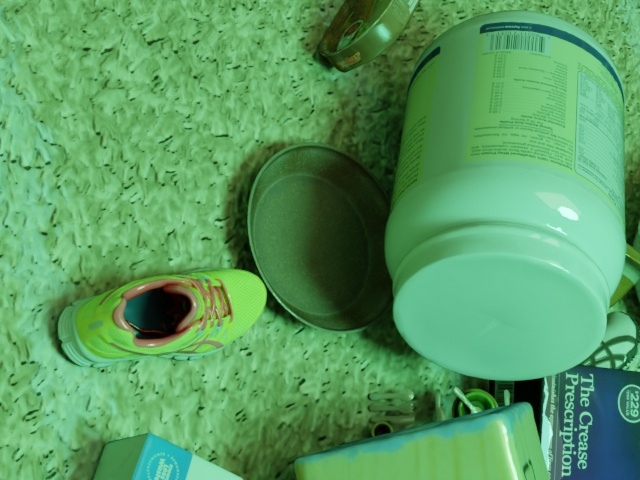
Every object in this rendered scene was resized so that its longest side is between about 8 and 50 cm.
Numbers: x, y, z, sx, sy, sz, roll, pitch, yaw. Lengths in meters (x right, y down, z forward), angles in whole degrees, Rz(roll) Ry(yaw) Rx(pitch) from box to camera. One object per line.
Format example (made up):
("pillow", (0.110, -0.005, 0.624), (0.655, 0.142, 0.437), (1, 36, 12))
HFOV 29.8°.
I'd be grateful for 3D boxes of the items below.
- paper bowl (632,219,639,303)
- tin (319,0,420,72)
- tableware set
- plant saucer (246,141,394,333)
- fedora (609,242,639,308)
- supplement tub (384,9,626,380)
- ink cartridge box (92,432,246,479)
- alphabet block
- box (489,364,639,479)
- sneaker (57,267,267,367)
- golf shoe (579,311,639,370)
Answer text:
("paper bowl", (0.510, 0.038, 1.532), (0.284, 0.148, 0.284), (13, 68, -35))
("tin", (0.065, -0.256, 1.305), (0.040, 0.106, 0.190), (43, 54, -20))
("tableware set", (0.122, 0.198, 1.204), (0.154, 0.024, 0.104), (0, 74, -2))
("plant saucer", (0.000, 0.000, 1.215), (0.198, 0.036, 0.199), (13, 68, -34))
("fedora", (0.312, 0.027, 1.397), (0.194, 0.194, 0.079), (33, 93, -26))
("supplement tub", (0.189, -0.047, 1.217), (0.235, 0.235, 0.325), (34, 46, -25))
("ink cartridge box", (-0.092, 0.273, 1.025), (0.231, 0.078, 0.134), (32, 58, -27))
("alphabet block", (0.110, 0.263, 1.073), (0.192, 0.193, 0.197), (14, 61, -71))
("box", (0.272, 0.263, 1.255), (0.184, 0.103, 0.261), (9, 80, -27))
("sneaker", (-0.120, 0.064, 1.061), (0.208, 0.094, 0.081), (-15, 83, -42))
("golf shoe", (0.299, 0.126, 1.385), (0.094, 0.077, 0.198), (55, 49, -10))
